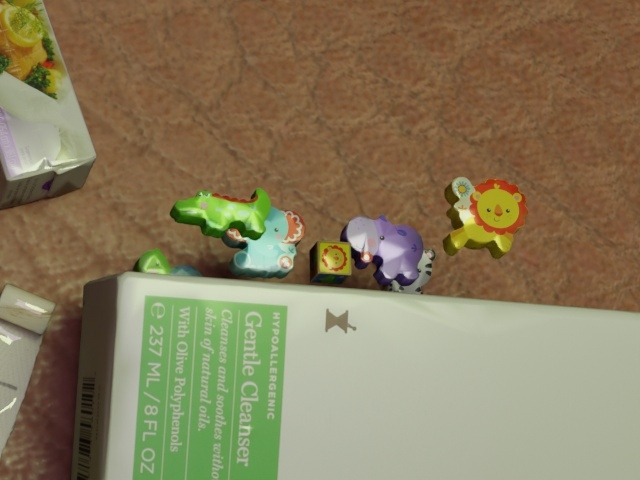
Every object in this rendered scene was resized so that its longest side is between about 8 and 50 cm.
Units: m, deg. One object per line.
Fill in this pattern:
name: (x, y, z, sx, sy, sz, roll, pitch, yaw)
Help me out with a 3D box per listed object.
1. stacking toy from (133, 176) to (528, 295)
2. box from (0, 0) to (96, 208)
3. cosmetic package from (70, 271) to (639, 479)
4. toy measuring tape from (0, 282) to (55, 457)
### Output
stacking toy: (0.000, 0.000, 1.264, 0.221, 0.167, 0.052, 4, 72, -15)
box: (-0.229, -0.182, 1.307, 0.063, 0.067, 0.324, -16, 78, -21)
cosmetic package: (0.036, 0.128, 1.228, 0.366, 0.155, 0.197, 3, 86, -14)
toy measuring tape: (-0.220, 0.168, 1.175, 0.121, 0.121, 0.330, 22, 68, -9)
